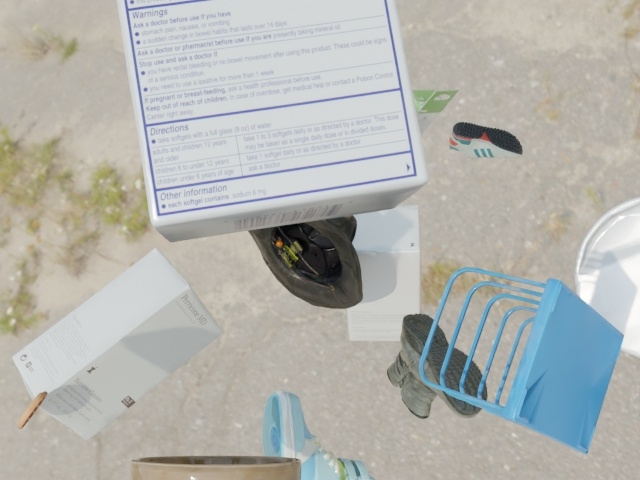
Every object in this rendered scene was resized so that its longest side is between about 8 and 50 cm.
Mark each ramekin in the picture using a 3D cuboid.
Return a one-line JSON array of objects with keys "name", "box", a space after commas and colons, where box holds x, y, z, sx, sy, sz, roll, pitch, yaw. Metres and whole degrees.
[{"name": "ramekin", "box": [0.568, 0.060, 1.415, 0.273, 0.127, 0.272, 0, 90, 18]}]

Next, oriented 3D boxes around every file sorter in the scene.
[{"name": "file sorter", "box": [0.181, 0.106, 0.754, 0.104, 0.170, 0.118, 12, 78, 40]}]

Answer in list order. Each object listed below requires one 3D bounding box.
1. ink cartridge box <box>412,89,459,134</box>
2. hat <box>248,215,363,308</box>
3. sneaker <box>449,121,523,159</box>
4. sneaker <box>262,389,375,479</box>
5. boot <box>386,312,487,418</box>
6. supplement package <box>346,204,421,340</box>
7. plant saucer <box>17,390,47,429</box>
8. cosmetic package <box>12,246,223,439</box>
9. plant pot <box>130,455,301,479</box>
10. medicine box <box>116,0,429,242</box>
[{"name": "ink cartridge box", "box": [0.251, -0.336, 2.175, 0.209, 0.109, 0.062, -50, 64, 38]}, {"name": "hat", "box": [0.000, 0.000, 1.782, 0.331, 0.331, 0.134, 13, 46, 44]}, {"name": "sneaker", "box": [0.358, -0.205, 1.833, 0.161, 0.075, 0.057, 15, 56, -2]}, {"name": "sneaker", "box": [0.004, 0.433, 1.658, 0.127, 0.208, 0.318, -167, 69, -67]}, {"name": "boot", "box": [0.203, 0.258, 1.482, 0.246, 0.083, 0.161, -123, 34, -48]}, {"name": "supplement package", "box": [0.150, 0.078, 1.994, 0.178, 0.293, 0.175, 0, 41, 6]}, {"name": "plant saucer", "box": [-0.555, 0.324, 1.611, 0.083, 0.013, 0.083, -54, 4, 6]}, {"name": "cosmetic package", "box": [-0.428, 0.223, 1.811, 0.385, 0.217, 0.156, -38, 53, -7]}, {"name": "plant pot", "box": [-0.145, 0.357, 1.159, 0.237, 0.237, 0.109, -8, 75, 36]}, {"name": "medicine box", "box": [-0.055, -0.164, 0.849, 0.264, 0.149, 0.289, -9, 85, -6]}]
